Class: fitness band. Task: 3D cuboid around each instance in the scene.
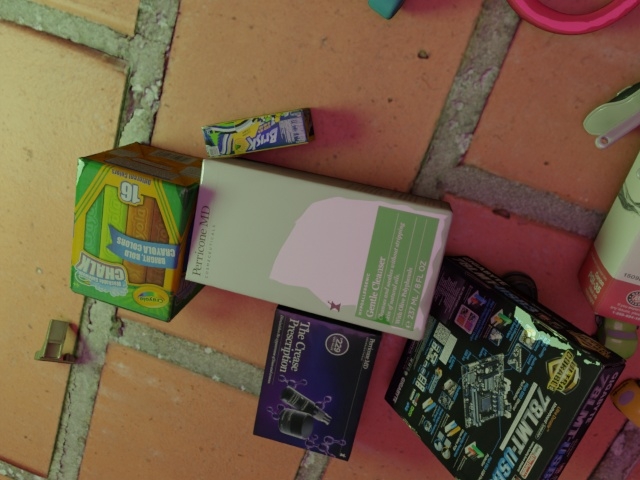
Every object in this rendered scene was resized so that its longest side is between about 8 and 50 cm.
[{"bbox_3d":[0.366,-0.418,0.701,0.208,0.054,0.291,31,110,2],"label":"fitness band"}]

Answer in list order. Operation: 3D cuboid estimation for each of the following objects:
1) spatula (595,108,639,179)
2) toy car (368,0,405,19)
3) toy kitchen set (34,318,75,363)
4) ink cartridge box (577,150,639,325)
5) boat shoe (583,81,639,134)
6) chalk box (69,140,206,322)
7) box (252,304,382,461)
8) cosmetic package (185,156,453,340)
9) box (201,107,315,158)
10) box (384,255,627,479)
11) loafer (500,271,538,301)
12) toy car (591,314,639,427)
[{"bbox_3d":[0.462,-0.131,0.632,0.242,0.019,0.168,-34,77,-7],"label":"spatula"},{"bbox_3d":[0.049,-0.418,0.656,0.219,0.238,0.210,38,110,-4],"label":"toy car"},{"bbox_3d":[-0.524,0.207,1.083,0.068,0.075,0.083,19,155,-34],"label":"toy kitchen set"},{"bbox_3d":[0.524,-0.013,0.746,0.207,0.117,0.283,15,120,6],"label":"ink cartridge box"},{"bbox_3d":[0.431,-0.191,0.753,0.046,0.038,0.125,47,143,-3],"label":"boat shoe"},{"bbox_3d":[-0.282,0.007,0.889,0.180,0.179,0.289,15,110,6],"label":"chalk box"},{"bbox_3d":[-0.004,0.237,0.957,0.184,0.103,0.262,12,110,3],"label":"box"},{"bbox_3d":[0.000,0.000,0.828,0.365,0.155,0.197,12,101,9],"label":"cosmetic package"},{"bbox_3d":[-0.098,-0.171,0.860,0.168,0.059,0.054,-6,105,12],"label":"box"},{"bbox_3d":[0.251,0.217,0.819,0.073,0.293,0.296,2,114,-37],"label":"box"},{"bbox_3d":[0.295,0.185,0.891,0.096,0.084,0.268,17,110,4],"label":"loafer"},{"bbox_3d":[0.473,0.213,0.884,0.238,0.053,0.225,5,109,9],"label":"toy car"}]
